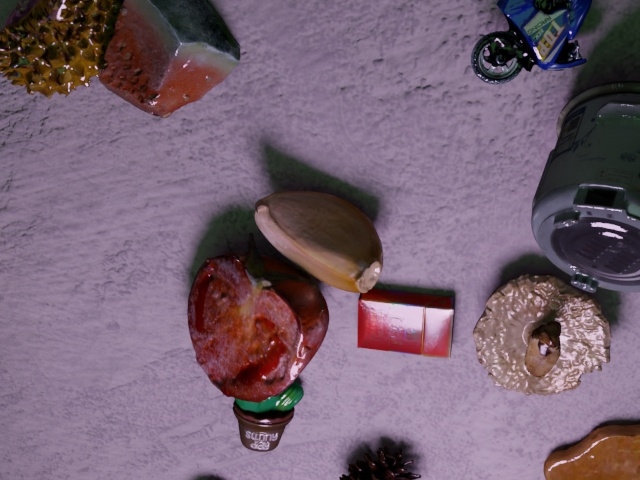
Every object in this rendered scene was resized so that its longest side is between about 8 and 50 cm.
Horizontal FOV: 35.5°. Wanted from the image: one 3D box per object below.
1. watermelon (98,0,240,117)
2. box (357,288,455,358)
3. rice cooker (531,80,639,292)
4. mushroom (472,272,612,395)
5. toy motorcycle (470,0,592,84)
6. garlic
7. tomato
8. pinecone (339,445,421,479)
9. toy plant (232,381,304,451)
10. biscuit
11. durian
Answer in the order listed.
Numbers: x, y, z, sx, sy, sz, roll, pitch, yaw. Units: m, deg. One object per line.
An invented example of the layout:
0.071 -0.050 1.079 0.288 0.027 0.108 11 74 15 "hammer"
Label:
-0.275 -0.294 1.665 0.193 0.140 0.256 47 126 -5 "watermelon"
0.156 0.152 1.832 0.175 0.048 0.112 5 119 11 "box"
0.461 -0.088 1.494 0.264 0.316 0.317 6 121 33 "rice cooker"
0.341 0.176 1.678 0.208 0.301 0.233 32 112 33 "mushroom"
0.351 -0.359 1.475 0.169 0.113 0.315 21 113 -11 "toy motorcycle"
-0.004 -0.006 1.713 0.245 0.164 0.145 30 103 -4 "garlic"
-0.093 0.148 1.824 0.309 0.170 0.309 16 113 44 "tomato"
0.122 0.485 1.969 0.163 0.163 0.165 32 99 -5 "pinecone"
-0.105 0.312 1.955 0.142 0.105 0.200 7 108 -2 "toy plant"
0.616 0.502 1.906 0.385 0.062 0.365 -8 114 18 "biscuit"
-0.432 -0.349 1.661 0.191 0.112 0.341 45 116 -10 "durian"
